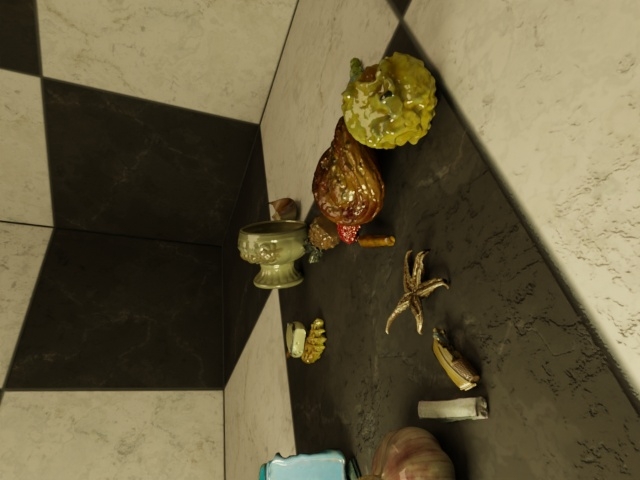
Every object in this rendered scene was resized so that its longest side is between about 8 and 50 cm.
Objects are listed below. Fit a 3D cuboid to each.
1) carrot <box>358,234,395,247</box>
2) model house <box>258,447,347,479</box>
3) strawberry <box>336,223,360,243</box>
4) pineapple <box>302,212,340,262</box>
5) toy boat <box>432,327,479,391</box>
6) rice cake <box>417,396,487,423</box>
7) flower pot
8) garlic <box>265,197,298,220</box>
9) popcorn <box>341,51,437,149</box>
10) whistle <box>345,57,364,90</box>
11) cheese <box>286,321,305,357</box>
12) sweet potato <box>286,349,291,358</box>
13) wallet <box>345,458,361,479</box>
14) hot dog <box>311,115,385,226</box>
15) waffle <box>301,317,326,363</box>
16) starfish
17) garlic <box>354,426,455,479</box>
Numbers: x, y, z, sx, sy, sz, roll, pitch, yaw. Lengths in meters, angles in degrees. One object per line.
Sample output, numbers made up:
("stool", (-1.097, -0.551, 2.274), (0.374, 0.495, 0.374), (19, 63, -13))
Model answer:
("carrot", (0.161, 0.002, 1.276), (0.170, 0.042, 0.042), (180, 97, -65))
("model house", (-0.056, 0.749, 1.284), (0.303, 0.237, 0.216), (112, 157, -55))
("strawberry", (0.089, -0.085, 1.432), (0.121, 0.082, 0.188), (1, 81, 66))
("pineapple", (0.001, 0.000, 1.585), (0.248, 0.128, 0.128), (123, 147, -58))
("toy boat", (0.272, 0.240, 0.903), (0.049, 0.047, 0.149), (-58, 32, 21))
("rice cake", (0.263, 0.347, 0.905), (0.207, 0.036, 0.047), (135, 150, -58))
("flower pot", (-0.183, 0.058, 1.814), (0.307, 0.307, 0.244), (-152, 54, -67))
("garlic", (-0.164, -0.134, 2.059), (0.115, 0.128, 0.207), (58, 179, -26))
("popcorn", (0.167, -0.342, 1.097), (0.249, 0.225, 0.250), (12, 112, 30))
("whistle", (0.129, -0.563, 1.534), (0.104, 0.057, 0.198), (-43, 36, 44))
("cheese", (-0.107, 0.362, 1.705), (0.251, 0.054, 0.127), (-166, 83, -78))
("sweet potato", (-0.128, 0.470, 1.877), (0.026, 0.026, 0.115), (-110, 36, -49))
("wallet", (0.093, 0.695, 1.231), (0.129, 0.026, 0.088), (-116, 38, -54))
("hot dog", (0.082, -0.223, 1.318), (0.388, 0.174, 0.267), (-94, 26, -43))
("waffle", (-0.034, 0.370, 1.634), (0.194, 0.051, 0.149), (119, 148, -45))
("starfish", (0.222, 0.126, 1.060), (0.213, 0.056, 0.238), (-101, 31, -55))
("garlic", (0.147, 0.498, 0.868), (0.245, 0.253, 0.245), (-36, 47, 51))
